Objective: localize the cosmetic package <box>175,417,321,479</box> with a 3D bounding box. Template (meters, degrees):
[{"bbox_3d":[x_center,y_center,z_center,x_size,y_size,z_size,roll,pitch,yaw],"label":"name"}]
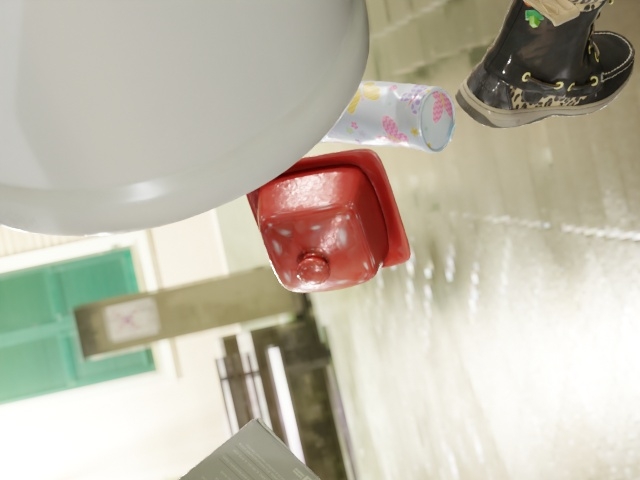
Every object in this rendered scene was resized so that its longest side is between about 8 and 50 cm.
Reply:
[{"bbox_3d":[-0.106,0.255,0.964,0.107,0.238,0.127,43,140,20],"label":"cosmetic package"}]

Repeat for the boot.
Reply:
[{"bbox_3d":[0.398,-0.336,2.038,0.138,0.377,0.284,52,141,30],"label":"boot"}]

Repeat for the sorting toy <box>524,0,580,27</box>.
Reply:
[{"bbox_3d":[0.233,-0.249,1.391,0.062,0.083,0.012,45,133,16],"label":"sorting toy"}]

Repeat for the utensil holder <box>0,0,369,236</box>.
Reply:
[{"bbox_3d":[-0.156,-0.245,0.777,0.385,0.327,0.327,77,176,-49],"label":"utensil holder"}]

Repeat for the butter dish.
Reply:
[{"bbox_3d":[0.000,0.000,1.384,0.118,0.160,0.160,-76,-27,-50],"label":"butter dish"}]

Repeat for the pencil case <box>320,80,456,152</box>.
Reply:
[{"bbox_3d":[0.097,-0.213,2.259,0.273,0.113,0.124,8,148,38],"label":"pencil case"}]
